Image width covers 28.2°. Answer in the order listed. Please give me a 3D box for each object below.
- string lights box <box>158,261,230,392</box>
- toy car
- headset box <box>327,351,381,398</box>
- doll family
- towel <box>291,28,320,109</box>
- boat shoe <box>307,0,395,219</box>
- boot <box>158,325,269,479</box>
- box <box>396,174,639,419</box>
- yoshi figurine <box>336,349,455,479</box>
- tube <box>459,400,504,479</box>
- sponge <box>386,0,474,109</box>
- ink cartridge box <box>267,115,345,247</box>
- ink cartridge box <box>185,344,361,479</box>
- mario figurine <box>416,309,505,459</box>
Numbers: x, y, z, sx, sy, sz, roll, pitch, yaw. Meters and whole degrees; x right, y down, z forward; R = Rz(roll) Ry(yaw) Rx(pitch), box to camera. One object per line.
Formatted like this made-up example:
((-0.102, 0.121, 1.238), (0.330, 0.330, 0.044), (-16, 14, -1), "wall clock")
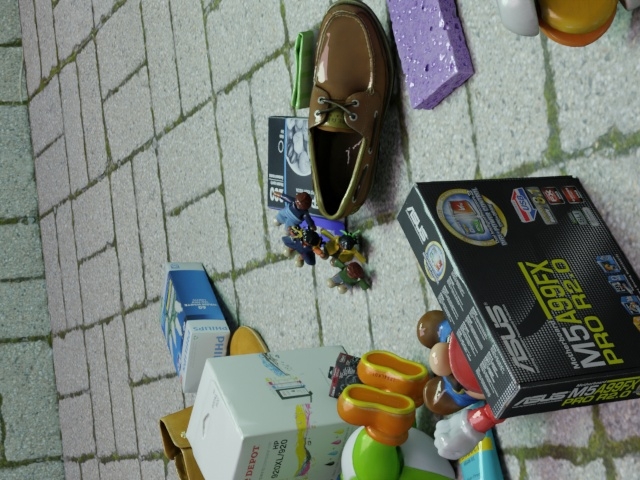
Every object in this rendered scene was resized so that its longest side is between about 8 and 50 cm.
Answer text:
((-0.239, 0.160, 2.395), (0.259, 0.077, 0.133), (-121, 36, -57), "string lights box")
((0.259, -0.291, 1.343), (0.136, 0.159, 0.182), (44, -146, -74), "toy car")
((0.051, 0.203, 1.854), (0.032, 0.083, 0.062), (-59, -18, -62), "headset box")
((0.000, 0.000, 1.887), (0.076, 0.193, 0.111), (-61, 5, -21), "doll family")
((0.001, -0.251, 1.834), (0.023, 0.152, 0.113), (11, 106, 27), "towel")
((0.038, -0.176, 1.768), (0.104, 0.111, 0.307), (-52, -36, -61), "boat shoe")
((-0.177, 0.284, 2.175), (0.104, 0.211, 0.295), (-54, 46, 51), "boot")
((0.229, 0.050, 1.336), (0.270, 0.216, 0.060), (67, 147, 35), "box")
((0.047, 0.339, 1.765), (0.203, 0.204, 0.362), (-135, 43, -55), "yoshi figurine")
((0.208, 0.310, 1.607), (0.080, 0.052, 0.207), (-42, 49, 46), "tube")
((0.137, -0.289, 1.677), (0.117, 0.031, 0.210), (-40, 58, 58), "sponge")
((-0.024, -0.091, 2.008), (0.206, 0.045, 0.208), (12, 106, 62), "ink cartridge box")
((-0.058, 0.282, 1.914), (0.168, 0.233, 0.171), (57, 142, 44), "ink cartridge box")
((0.159, 0.134, 1.477), (0.198, 0.170, 0.320), (49, 168, 1), "mario figurine")
